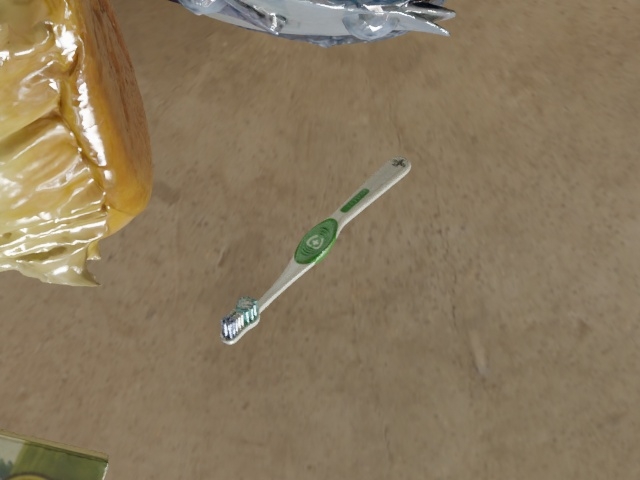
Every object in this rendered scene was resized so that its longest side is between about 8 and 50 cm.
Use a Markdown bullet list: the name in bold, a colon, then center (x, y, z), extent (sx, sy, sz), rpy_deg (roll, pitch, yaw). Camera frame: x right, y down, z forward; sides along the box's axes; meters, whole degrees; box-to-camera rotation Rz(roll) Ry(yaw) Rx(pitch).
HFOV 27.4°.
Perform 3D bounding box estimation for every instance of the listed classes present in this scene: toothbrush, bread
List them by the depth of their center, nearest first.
- **bread**: center (-0.214, -0.147, 0.862), extent (0.183, 0.389, 0.236), rpy_deg (-22, 59, -14)
- **toothbrush**: center (0.000, 0.001, 1.249), extent (0.030, 0.304, 0.030), rpy_deg (24, 136, 25)

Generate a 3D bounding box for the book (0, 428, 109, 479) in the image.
- **book**: center (-0.308, 0.191, 0.764), extent (0.322, 0.018, 0.228), rpy_deg (17, 100, -21)

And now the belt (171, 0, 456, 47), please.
- **belt**: center (-0.046, -0.141, 0.440), extent (0.218, 0.128, 0.122), rpy_deg (20, 88, 2)
